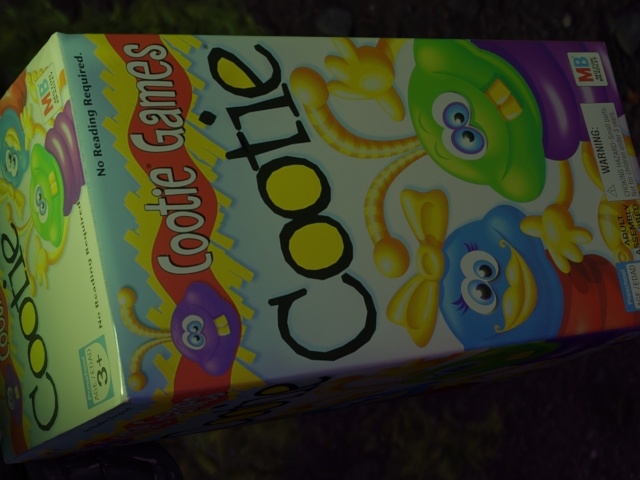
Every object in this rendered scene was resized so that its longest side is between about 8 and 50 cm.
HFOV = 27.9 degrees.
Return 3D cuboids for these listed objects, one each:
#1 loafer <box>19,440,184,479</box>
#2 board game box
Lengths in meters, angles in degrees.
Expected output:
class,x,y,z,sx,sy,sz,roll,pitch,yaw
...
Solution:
class,x,y,z,sx,sy,sz,roll,pitch,yaw
loafer,-0.107,0.199,0.585,0.078,0.076,0.223,2,87,-27
board game box,0.000,0.000,0.577,0.275,0.142,0.144,-5,76,-32
